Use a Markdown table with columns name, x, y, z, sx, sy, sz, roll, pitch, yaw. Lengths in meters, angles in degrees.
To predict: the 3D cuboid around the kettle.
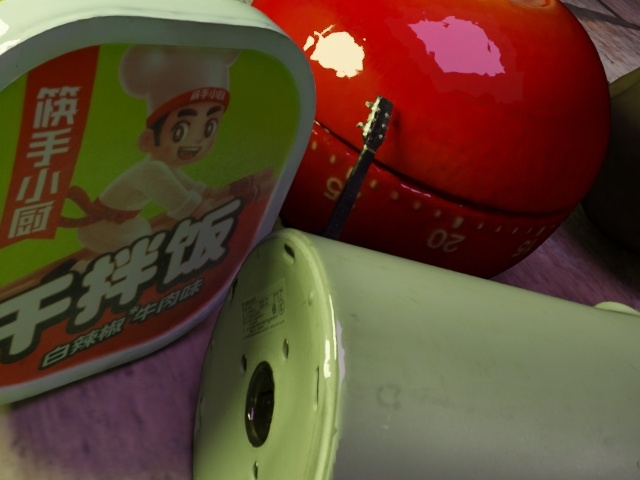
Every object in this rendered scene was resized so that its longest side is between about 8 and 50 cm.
| name | x | y | z | sx | sy | sz | roll | pitch | yaw |
| --- | --- | --- | --- | --- | --- | --- | --- | --- | --- |
| kettle | 0.101 | 0.143 | 0.441 | 0.318 | 0.205 | 0.265 | 13 | 37 | -26 |

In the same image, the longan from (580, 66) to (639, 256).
| name | x | y | z | sx | sy | sz | roll | pitch | yaw |
| --- | --- | --- | --- | --- | --- | --- | --- | --- | --- |
| longan | 0.484 | -0.109 | 0.936 | 0.288 | 0.288 | 0.350 | 29 | 27 | -2 |

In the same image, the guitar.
| name | x | y | z | sx | sy | sz | roll | pitch | yaw |
| --- | --- | --- | --- | --- | --- | --- | --- | --- | --- |
| guitar | 0.000 | 0.000 | 0.529 | 0.088 | 0.233 | 0.025 | 22 | 3 | -30 |

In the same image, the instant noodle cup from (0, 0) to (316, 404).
| name | x | y | z | sx | sy | sz | roll | pitch | yaw |
| --- | --- | --- | --- | --- | --- | --- | --- | --- | --- |
| instant noodle cup | -0.210 | -0.097 | 0.476 | 0.308 | 0.294 | 0.294 | 41 | 37 | 26 |

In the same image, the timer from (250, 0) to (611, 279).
| name | x | y | z | sx | sy | sz | roll | pitch | yaw |
| --- | --- | --- | --- | --- | --- | --- | --- | --- | --- |
| timer | 0.097 | -0.143 | 0.708 | 0.378 | 0.279 | 0.378 | 17 | 38 | -13 |
